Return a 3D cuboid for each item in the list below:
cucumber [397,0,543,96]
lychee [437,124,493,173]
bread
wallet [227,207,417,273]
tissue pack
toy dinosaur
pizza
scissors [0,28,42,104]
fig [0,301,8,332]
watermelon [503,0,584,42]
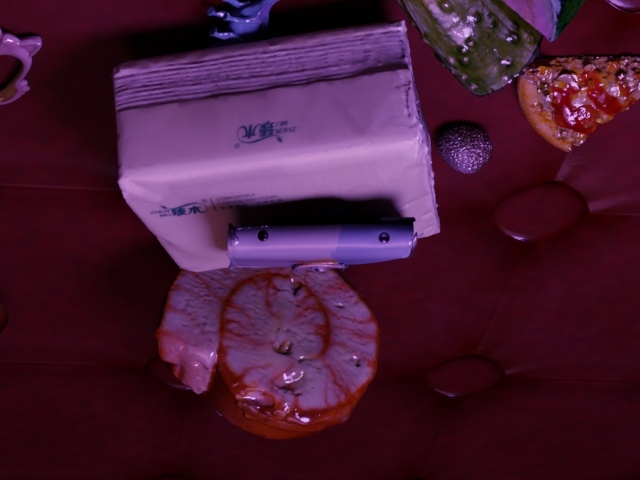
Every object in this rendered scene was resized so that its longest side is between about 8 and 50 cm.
[{"bbox_3d":[0.150,-0.288,1.606,0.134,0.134,0.244,-28,134,31],"label":"cucumber"},{"bbox_3d":[0.202,-0.127,1.879,0.083,0.068,0.067,22,96,-26],"label":"lychee"},{"bbox_3d":[-0.071,0.135,2.017,0.327,0.295,0.114,33,141,3],"label":"bread"},{"bbox_3d":[0.000,0.000,1.655,0.230,0.069,0.170,-1,172,-1],"label":"wallet"},{"bbox_3d":[-0.048,-0.112,1.733,0.380,0.207,0.297,-9,156,8],"label":"tissue pack"},{"bbox_3d":[-0.100,-0.266,1.668,0.080,0.045,0.197,8,151,-37],"label":"toy dinosaur"},{"bbox_3d":[0.366,-0.193,1.802,0.198,0.062,0.188,-21,143,21],"label":"pizza"},{"bbox_3d":[-0.484,-0.191,1.762,0.160,0.024,0.317,23,137,-35],"label":"scissors"},{"bbox_3d":[-0.555,0.107,2.144,0.089,0.089,0.125,-28,111,30],"label":"fig"},{"bbox_3d":[0.206,-0.427,1.395,0.222,0.319,0.292,-36,154,-14],"label":"watermelon"}]
